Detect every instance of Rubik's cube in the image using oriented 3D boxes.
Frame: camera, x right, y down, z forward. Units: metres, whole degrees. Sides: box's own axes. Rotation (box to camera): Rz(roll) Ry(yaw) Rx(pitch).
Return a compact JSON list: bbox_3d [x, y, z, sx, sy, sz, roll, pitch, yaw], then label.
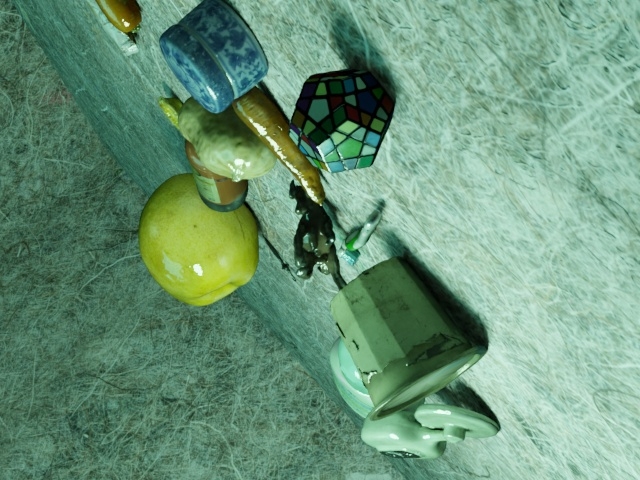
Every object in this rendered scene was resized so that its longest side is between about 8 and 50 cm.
[{"bbox_3d":[0.024,-0.143,1.256,0.133,0.133,0.112,53,141,-9],"label":"Rubik's cube"}]

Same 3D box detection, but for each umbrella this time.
[{"bbox_3d":[-0.103,0.044,2.648,0.149,0.022,0.022,56,-166,12],"label":"umbrella"}]

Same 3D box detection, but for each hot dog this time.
[{"bbox_3d":[-0.447,-0.477,2.237,0.192,0.053,0.099,57,167,-15],"label":"hot dog"}]

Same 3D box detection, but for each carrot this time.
[{"bbox_3d":[-0.059,-0.155,1.716,0.248,0.059,0.059,51,170,-22],"label":"carrot"},{"bbox_3d":[-0.417,-0.495,2.024,0.225,0.067,0.067,58,167,-22],"label":"carrot"}]

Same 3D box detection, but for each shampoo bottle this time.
[{"bbox_3d":[0.112,0.252,2.100,0.222,0.151,0.349,40,167,18],"label":"shampoo bottle"}]

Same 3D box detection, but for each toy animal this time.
[{"bbox_3d":[0.000,0.000,1.846,0.233,0.084,0.148,72,-166,-44],"label":"toy animal"}]

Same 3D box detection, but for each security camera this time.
[{"bbox_3d":[0.205,0.364,1.988,0.157,0.080,0.301,27,154,-27],"label":"security camera"}]

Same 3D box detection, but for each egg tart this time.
[{"bbox_3d":[-0.325,-0.289,2.383,0.105,0.039,0.105,49,169,13],"label":"egg tart"}]

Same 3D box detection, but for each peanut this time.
[{"bbox_3d":[-0.166,-0.184,1.861,0.224,0.129,0.129,46,168,37],"label":"peanut"}]

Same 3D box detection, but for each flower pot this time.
[{"bbox_3d":[0.116,0.149,1.649,0.203,0.212,0.212,56,171,16],"label":"flower pot"}]

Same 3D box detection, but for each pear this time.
[{"bbox_3d":[-0.300,0.001,2.562,0.314,0.314,0.314,48,169,13],"label":"pear"}]

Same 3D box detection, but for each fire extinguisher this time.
[{"bbox_3d":[-0.228,-0.186,2.135,0.200,0.113,0.376,50,169,10],"label":"fire extinguisher"}]

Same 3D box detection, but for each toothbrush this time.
[{"bbox_3d":[0.060,-0.004,1.754,0.040,0.042,0.418,40,170,4],"label":"toothbrush"}]

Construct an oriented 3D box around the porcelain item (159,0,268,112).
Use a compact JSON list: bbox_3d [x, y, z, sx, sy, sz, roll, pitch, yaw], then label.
[{"bbox_3d":[-0.163,-0.275,1.582,0.147,0.114,0.147,48,170,12],"label":"porcelain item"}]
